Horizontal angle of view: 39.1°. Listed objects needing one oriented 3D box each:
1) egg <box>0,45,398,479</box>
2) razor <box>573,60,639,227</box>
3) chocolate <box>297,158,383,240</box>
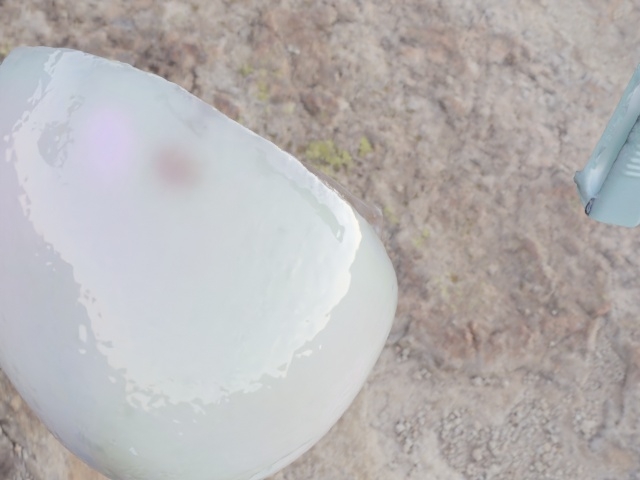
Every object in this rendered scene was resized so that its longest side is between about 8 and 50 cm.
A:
[{"bbox_3d":[-0.083,0.045,0.481,0.206,0.271,0.161,5,57,41],"label":"egg"},{"bbox_3d":[0.160,-0.120,0.340,0.056,0.277,0.111,3,40,-5],"label":"razor"},{"bbox_3d":[0.001,0.000,1.058,0.083,0.261,0.161,14,86,35],"label":"chocolate"}]
